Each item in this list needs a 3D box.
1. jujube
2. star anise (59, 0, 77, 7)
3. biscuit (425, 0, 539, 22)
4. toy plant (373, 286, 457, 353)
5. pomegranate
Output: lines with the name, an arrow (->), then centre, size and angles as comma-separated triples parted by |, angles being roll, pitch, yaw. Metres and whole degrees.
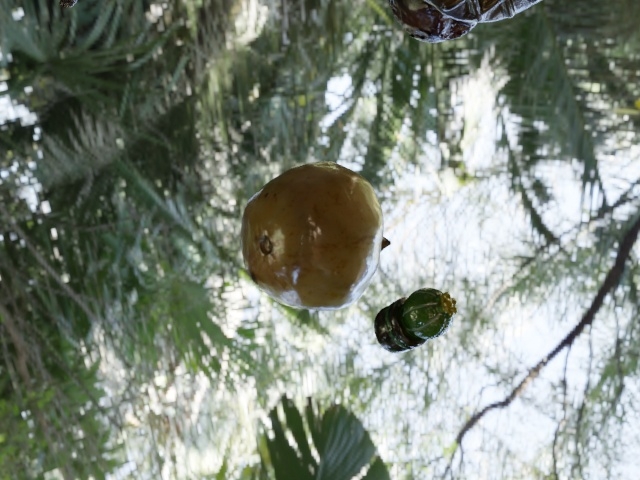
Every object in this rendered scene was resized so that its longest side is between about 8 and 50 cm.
jujube -> 0.226, -0.498, 1.983 | 0.183, 0.183, 0.243 | -13, -137, -13
star anise -> -0.417, -0.500, 1.777 | 0.070, 0.191, 0.097 | 40, -165, 25
biscuit -> 0.278, -0.495, 1.556 | 0.332, 0.332, 0.103 | -14, -136, -14
toy plant -> 0.171, 0.137, 1.729 | 0.162, 0.093, 0.093 | -33, -167, 41
pomegranate -> 0.000, 0.000, 2.142 | 0.342, 0.342, 0.342 | -2, -145, 2
